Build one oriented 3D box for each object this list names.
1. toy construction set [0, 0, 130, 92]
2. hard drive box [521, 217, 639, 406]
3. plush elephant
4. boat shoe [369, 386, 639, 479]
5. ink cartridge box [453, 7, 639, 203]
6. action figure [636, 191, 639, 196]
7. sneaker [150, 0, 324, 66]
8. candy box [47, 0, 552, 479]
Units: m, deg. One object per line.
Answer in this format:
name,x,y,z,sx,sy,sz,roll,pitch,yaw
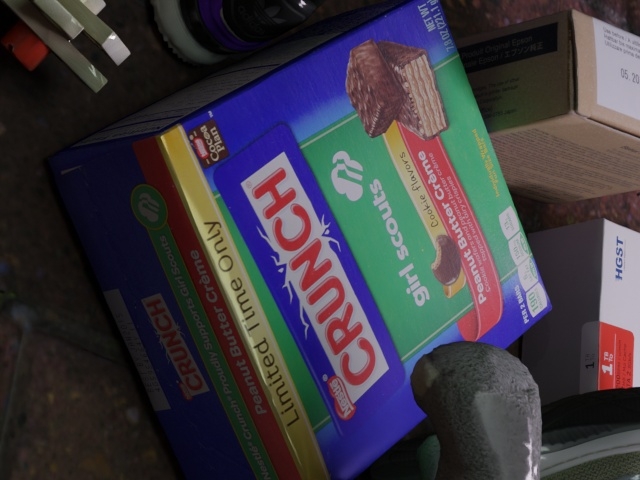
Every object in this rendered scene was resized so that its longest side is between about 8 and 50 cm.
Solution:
toy construction set,-0.131,-0.266,1.106,0.328,0.151,0.215,-57,139,-14
hard drive box,0.282,0.100,1.508,0.232,0.089,0.181,17,70,-39
plush elephant,0.113,0.233,1.146,0.272,0.255,0.330,8,88,-28
boat shoe,0.198,0.183,1.319,0.320,0.118,0.103,-11,101,-14
ink cartridge box,0.193,-0.100,1.392,0.234,0.193,0.088,14,72,-45
action figure,0.370,-0.147,1.634,0.164,0.141,0.276,46,49,-45
sneaker,0.002,-0.247,1.253,0.102,0.146,0.293,46,52,-30
candy box,0.000,0.000,1.215,0.317,0.122,0.268,-33,106,-44
